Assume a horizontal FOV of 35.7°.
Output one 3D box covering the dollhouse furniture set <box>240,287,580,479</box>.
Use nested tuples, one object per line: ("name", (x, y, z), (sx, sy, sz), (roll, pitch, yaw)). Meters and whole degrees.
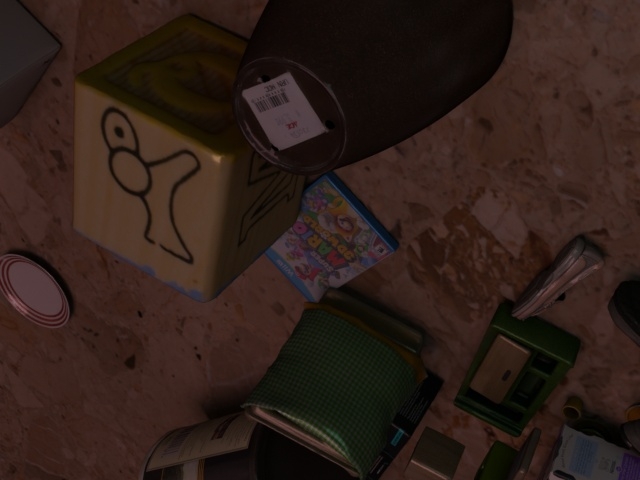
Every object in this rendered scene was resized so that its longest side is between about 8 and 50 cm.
("dollhouse furniture set", (0.095, 0.150, 1.084), (0.302, 0.197, 0.151), (26, 136, 9))

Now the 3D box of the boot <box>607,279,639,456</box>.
("boot", (0.355, 0.163, 1.005), (0.246, 0.083, 0.161), (38, 131, -1))

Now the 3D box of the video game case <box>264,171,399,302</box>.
("video game case", (0.000, 0.000, 1.171), (0.119, 0.015, 0.166), (47, 136, -8))

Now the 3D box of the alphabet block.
("alphabet block", (-0.132, -0.089, 1.049), (0.192, 0.193, 0.197), (28, 133, 15))

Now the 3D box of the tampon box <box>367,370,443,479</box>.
("tampon box", (0.045, 0.193, 1.233), (0.161, 0.101, 0.120), (34, 136, 7))

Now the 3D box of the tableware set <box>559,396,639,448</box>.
("tableware set", (0.343, 0.219, 1.109), (0.154, 0.024, 0.104), (22, 133, 18))

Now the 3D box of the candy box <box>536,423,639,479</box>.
("candy box", (0.341, 0.309, 1.122), (0.196, 0.070, 0.165), (20, 140, 11))

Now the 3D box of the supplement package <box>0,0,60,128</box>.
("supplement package", (-0.496, -0.254, 1.185), (0.293, 0.175, 0.177), (46, 135, -6))

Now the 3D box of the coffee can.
("coffee can", (-0.095, 0.334, 1.370), (0.275, 0.201, 0.201), (-24, 109, 44))

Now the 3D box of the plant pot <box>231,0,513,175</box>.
("plant pot", (0.026, -0.161, 0.868), (0.215, 0.230, 0.215), (19, 133, 22))

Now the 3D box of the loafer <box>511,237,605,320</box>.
("loafer", (0.244, 0.049, 1.026), (0.039, 0.045, 0.125), (32, 134, -1))

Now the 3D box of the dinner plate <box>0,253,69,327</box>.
("dinner plate", (-0.439, 0.075, 1.527), (0.141, 0.017, 0.141), (19, 133, 22))
